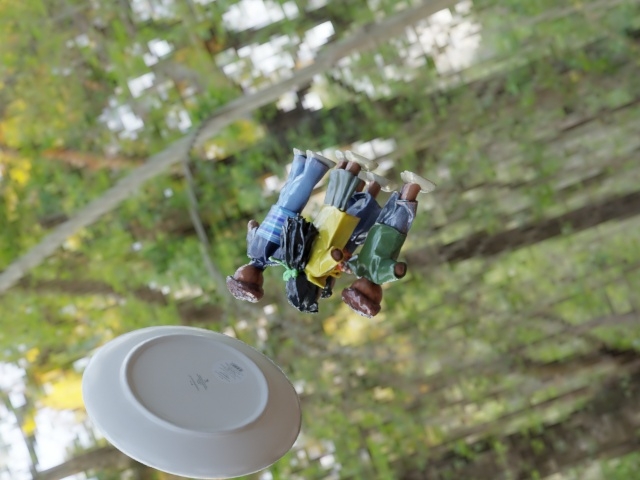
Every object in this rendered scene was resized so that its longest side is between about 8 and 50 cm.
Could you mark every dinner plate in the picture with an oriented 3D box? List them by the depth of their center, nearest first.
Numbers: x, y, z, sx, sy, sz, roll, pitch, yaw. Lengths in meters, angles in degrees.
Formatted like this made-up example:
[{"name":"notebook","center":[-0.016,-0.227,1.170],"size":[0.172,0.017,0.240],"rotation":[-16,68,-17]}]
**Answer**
[{"name":"dinner plate","center":[-0.079,0.095,1.001],"size":[0.141,0.141,0.017],"rotation":[-93,17,-55]}]

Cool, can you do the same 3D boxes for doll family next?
[{"name":"doll family","center":[0.000,0.000,1.034],"size":[0.076,0.111,0.193],"rotation":[24,176,-14]}]
